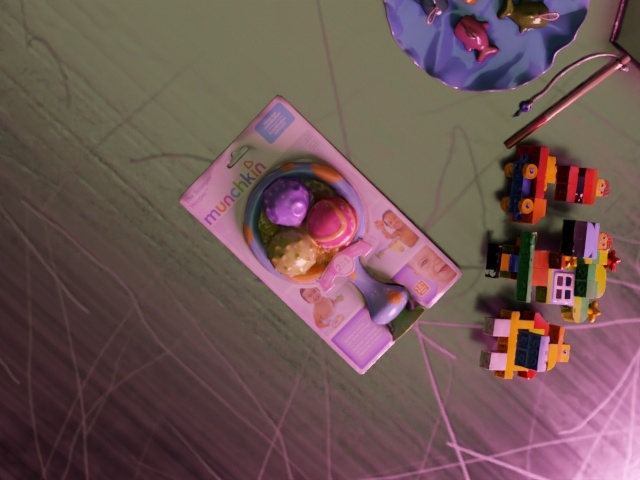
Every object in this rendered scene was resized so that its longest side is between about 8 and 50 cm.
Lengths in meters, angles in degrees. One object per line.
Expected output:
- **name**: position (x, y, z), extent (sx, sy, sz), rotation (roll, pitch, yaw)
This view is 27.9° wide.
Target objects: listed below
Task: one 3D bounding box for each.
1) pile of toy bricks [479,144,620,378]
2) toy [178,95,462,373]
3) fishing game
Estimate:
- **pile of toy bricks**: position (0.222, 0.025, 1.157), extent (0.105, 0.118, 0.212), rotation (5, 93, -33)
- **toy**: position (0.000, 0.000, 1.169), extent (0.237, 0.056, 0.137), rotation (43, 98, -7)
- **fishing game**: position (0.150, -0.220, 1.131), extent (0.189, 0.041, 0.264), rotation (-36, 100, 9)
